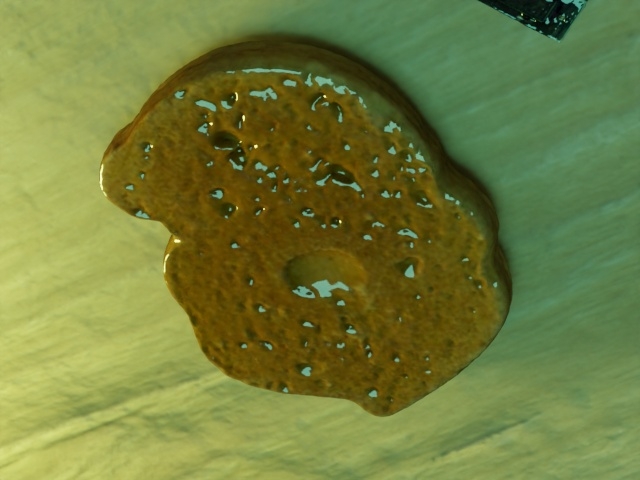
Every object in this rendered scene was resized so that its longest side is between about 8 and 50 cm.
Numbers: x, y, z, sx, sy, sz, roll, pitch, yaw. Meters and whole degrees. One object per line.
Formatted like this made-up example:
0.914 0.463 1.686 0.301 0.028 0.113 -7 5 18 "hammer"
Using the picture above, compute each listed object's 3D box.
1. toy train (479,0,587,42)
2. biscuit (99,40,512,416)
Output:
0.120 -0.251 1.336 0.234 0.051 0.052 26 128 -5 "toy train"
0.000 -0.001 1.542 0.350 0.078 0.455 -12 124 23 "biscuit"
